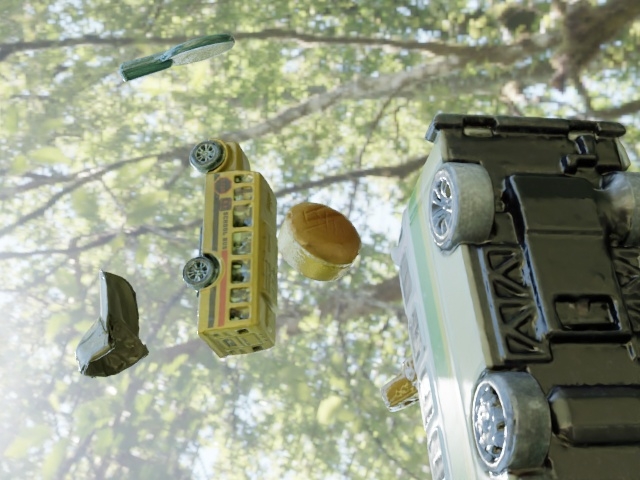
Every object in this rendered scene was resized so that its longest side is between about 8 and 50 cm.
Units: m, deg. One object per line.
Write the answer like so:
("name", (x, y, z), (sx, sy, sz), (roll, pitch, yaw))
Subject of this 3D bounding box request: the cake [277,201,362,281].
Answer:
("cake", (0.000, 0.000, 0.924), (0.084, 0.084, 0.044), (-18, -33, -46))

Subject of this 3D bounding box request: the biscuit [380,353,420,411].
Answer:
("biscuit", (0.167, 0.103, 0.986), (0.184, 0.249, 0.035), (-9, -121, -49))

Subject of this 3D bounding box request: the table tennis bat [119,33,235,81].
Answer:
("table tennis bat", (-0.240, -0.309, 1.582), (0.201, 0.124, 0.033), (-18, -90, -5))

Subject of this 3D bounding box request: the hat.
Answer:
("hat", (-0.354, 0.136, 1.547), (0.147, 0.085, 0.175), (44, -148, -68))

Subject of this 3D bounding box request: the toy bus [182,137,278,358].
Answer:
("toy bus", (-0.129, 0.002, 1.440), (0.121, 0.123, 0.335), (59, -153, -59))

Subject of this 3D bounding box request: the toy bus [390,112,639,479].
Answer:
("toy bus", (0.138, 0.086, 0.608), (0.143, 0.179, 0.305), (1, -121, -14))
